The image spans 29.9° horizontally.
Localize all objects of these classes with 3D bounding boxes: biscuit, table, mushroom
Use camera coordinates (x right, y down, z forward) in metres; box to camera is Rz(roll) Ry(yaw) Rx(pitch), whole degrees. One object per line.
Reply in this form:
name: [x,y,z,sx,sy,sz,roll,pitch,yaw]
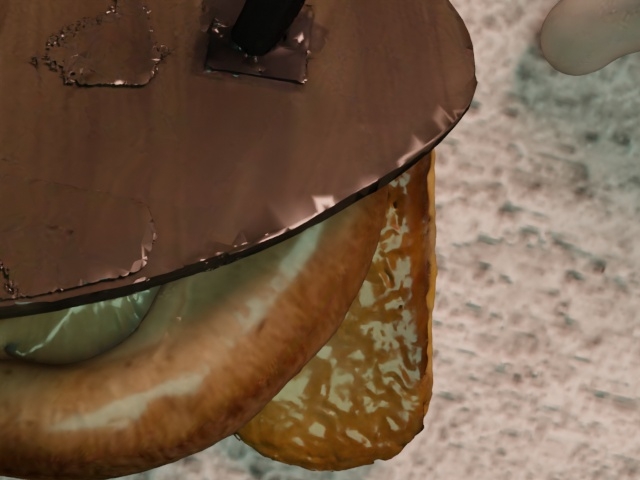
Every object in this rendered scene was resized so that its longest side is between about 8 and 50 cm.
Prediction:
biscuit: [0.000,0.000,0.608,0.118,0.029,0.247,0,103,4]
table: [-0.075,-0.153,0.371,0.317,0.249,0.317,4,59,-6]
mushroom: [-0.114,-0.028,0.527,0.278,0.146,0.278,0,81,0]

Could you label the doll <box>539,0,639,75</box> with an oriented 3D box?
doll: [0.246,-0.174,0.479,0.311,0.159,0.242,15,89,27]
